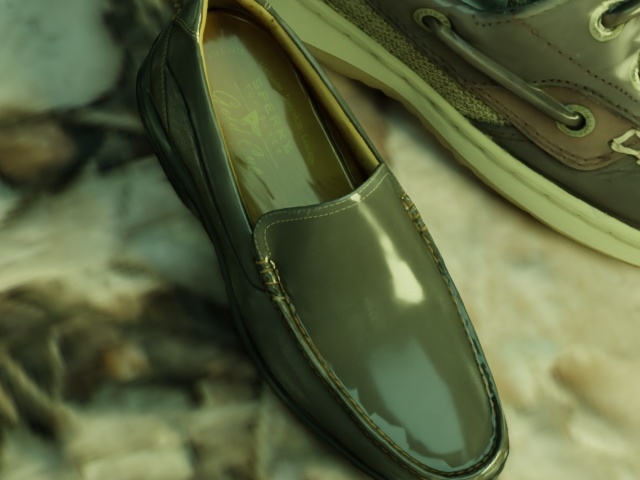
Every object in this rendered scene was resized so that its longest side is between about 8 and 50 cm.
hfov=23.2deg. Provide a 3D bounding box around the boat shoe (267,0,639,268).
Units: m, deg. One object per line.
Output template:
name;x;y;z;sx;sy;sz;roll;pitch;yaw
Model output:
boat shoe;0.072;-0.077;0.471;0.285;0.092;0.103;31;66;1

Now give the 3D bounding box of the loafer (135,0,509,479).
loafer;0.000;0.000;0.450;0.062;0.061;0.170;-32;79;-18
